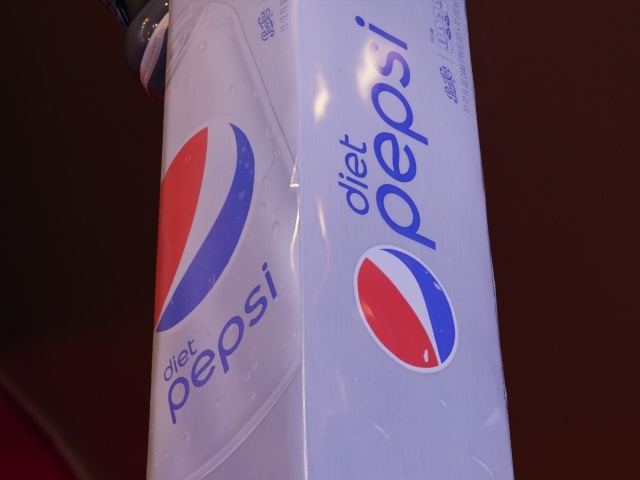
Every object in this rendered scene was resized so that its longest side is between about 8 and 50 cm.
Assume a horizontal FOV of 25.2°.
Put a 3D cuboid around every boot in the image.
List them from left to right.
[{"bbox_3d":[-0.117,-0.143,0.790,0.137,0.076,0.198,25,19,-4],"label":"boot"}]

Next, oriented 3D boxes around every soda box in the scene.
[{"bbox_3d":[0.000,0.000,0.542,0.098,0.286,0.091,24,-41,-33],"label":"soda box"}]
